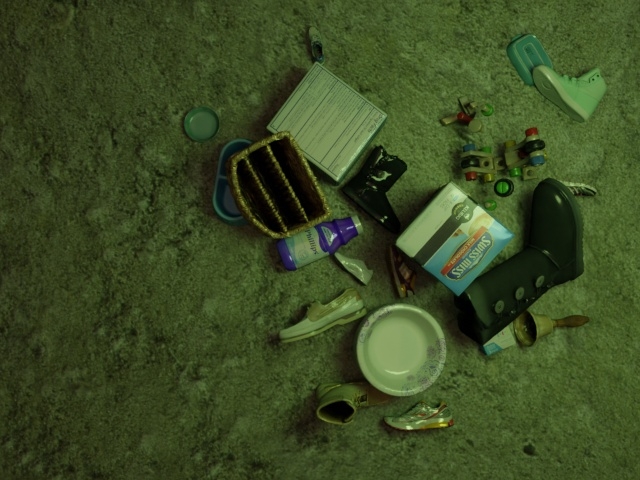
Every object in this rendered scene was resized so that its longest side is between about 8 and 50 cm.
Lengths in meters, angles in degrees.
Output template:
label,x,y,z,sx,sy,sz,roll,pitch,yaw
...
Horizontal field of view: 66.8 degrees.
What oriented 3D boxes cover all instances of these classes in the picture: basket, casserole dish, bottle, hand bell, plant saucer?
label,x,y,z,sx,sy,sz,roll,pitch,yaw
basket,-0.146,-0.154,1.474,0.213,0.223,0.299,-33,107,-19
casserole dish,0.710,-0.613,1.632,0.114,0.037,0.188,-31,89,-1
bottle,0.000,0.000,1.591,0.282,0.092,0.118,-23,83,-1
hand bell,0.780,0.273,1.600,0.242,0.126,0.126,-5,89,-12
plant saucer,-0.395,-0.388,1.630,0.119,0.021,0.119,0,89,0

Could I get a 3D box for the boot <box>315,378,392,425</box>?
label,x,y,z,sx,sy,sz,roll,pitch,yaw
boot,0.113,0.506,1.530,0.261,0.203,0.095,0,89,0

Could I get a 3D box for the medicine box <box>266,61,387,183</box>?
label,x,y,z,sx,sy,sz,roll,pitch,yaw
medicine box,0.020,-0.367,1.568,0.289,0.149,0.263,37,89,0

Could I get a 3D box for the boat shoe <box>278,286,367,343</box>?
label,x,y,z,sx,sy,sz,roll,pitch,yaw
boat shoe,-0.004,0.244,1.586,0.302,0.113,0.103,-20,88,-11

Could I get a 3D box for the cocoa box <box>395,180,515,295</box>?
label,x,y,z,sx,sy,sz,roll,pitch,yaw
cocoa box,0.383,-0.013,1.448,0.228,0.347,0.231,42,99,5

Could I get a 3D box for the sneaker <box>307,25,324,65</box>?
label,x,y,z,sx,sy,sz,roll,pitch,yaw
sneaker,-0.011,-0.654,1.617,0.052,0.058,0.135,-14,89,-1

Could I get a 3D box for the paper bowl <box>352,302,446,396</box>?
label,x,y,z,sx,sy,sz,roll,pitch,yaw
paper bowl,0.244,0.342,1.553,0.284,0.148,0.284,0,84,-4

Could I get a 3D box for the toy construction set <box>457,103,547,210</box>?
label,x,y,z,sx,sy,sz,roll,pitch,yaw
toy construction set,0.585,-0.289,1.576,0.257,0.237,0.309,-40,71,28

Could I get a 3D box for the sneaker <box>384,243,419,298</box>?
label,x,y,z,sx,sy,sz,roll,pitch,yaw
sneaker,0.272,0.096,1.610,0.083,0.069,0.186,-15,95,-9

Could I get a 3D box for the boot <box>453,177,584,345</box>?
label,x,y,z,sx,sy,sz,roll,pitch,yaw
boot,0.590,0.064,1.485,0.445,0.146,0.367,-28,110,-12

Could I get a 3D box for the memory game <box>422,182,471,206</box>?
label,x,y,z,sx,sy,sz,roll,pitch,yaw
memory game,0.431,-0.102,1.636,0.186,0.012,0.186,0,89,-1

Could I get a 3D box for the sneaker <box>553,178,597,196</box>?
label,x,y,z,sx,sy,sz,roll,pitch,yaw
sneaker,0.825,-0.156,1.614,0.170,0.063,0.075,9,89,5

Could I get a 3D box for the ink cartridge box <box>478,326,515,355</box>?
label,x,y,z,sx,sy,sz,roll,pitch,yaw
ink cartridge box,0.553,0.274,1.606,0.104,0.061,0.181,-25,89,-1

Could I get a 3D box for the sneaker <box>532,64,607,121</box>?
label,x,y,z,sx,sy,sz,roll,pitch,yaw
sneaker,0.822,-0.526,1.594,0.256,0.094,0.151,36,94,-14

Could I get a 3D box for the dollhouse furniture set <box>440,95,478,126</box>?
label,x,y,z,sx,sy,sz,roll,pitch,yaw
dollhouse furniture set,0.449,-0.442,1.613,0.114,0.091,0.081,-19,74,2

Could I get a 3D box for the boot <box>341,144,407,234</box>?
label,x,y,z,sx,sy,sz,roll,pitch,yaw
boot,0.219,-0.169,1.593,0.246,0.094,0.207,42,93,6

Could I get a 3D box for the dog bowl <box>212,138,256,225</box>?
label,x,y,z,sx,sy,sz,roll,pitch,yaw
dog bowl,-0.270,-0.196,1.602,0.165,0.074,0.297,10,90,0

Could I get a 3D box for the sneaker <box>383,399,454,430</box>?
label,x,y,z,sx,sy,sz,roll,pitch,yaw
sneaker,0.318,0.578,1.601,0.225,0.088,0.093,-6,69,0

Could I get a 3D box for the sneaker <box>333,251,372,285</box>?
label,x,y,z,sx,sy,sz,roll,pitch,yaw
sneaker,0.108,0.084,1.617,0.152,0.053,0.061,39,76,-4
